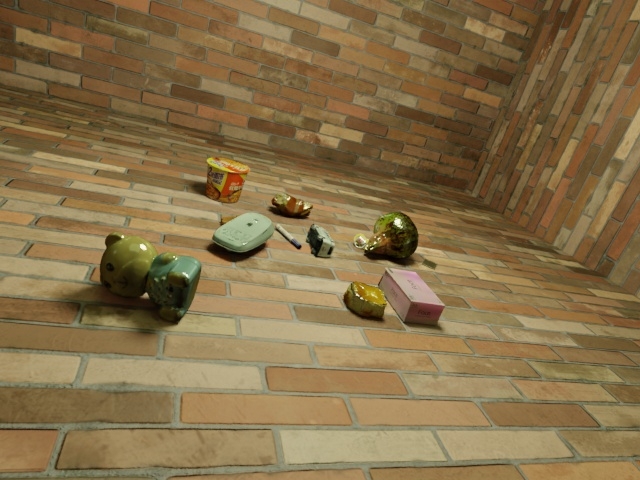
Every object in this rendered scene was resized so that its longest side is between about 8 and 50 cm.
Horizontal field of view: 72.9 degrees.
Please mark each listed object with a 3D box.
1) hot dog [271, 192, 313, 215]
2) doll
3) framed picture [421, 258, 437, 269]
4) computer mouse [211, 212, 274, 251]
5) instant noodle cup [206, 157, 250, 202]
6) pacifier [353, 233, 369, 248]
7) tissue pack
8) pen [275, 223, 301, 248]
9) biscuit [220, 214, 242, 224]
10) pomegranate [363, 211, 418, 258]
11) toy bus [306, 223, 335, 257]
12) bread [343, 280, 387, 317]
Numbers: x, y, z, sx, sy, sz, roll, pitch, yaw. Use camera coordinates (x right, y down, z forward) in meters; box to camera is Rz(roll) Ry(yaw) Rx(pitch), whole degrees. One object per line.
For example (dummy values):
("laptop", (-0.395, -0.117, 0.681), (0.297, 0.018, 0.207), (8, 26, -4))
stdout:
("hot dog", (-0.146, -0.170, 2.173), (0.213, 0.103, 0.146), (19, -2, -20))
("doll", (-0.467, 0.089, 1.179), (0.260, 0.177, 0.161), (18, 26, -3))
("framed picture", (0.528, 0.113, 2.097), (0.066, 0.007, 0.089), (24, 23, 16))
("computer mouse", (-0.293, -0.017, 1.683), (0.159, 0.097, 0.288), (25, 34, 15))
("instant noodle cup", (-0.463, -0.291, 2.117), (0.213, 0.174, 0.213), (14, 23, -6))
("pacifier", (0.194, 0.011, 2.055), (0.083, 0.068, 0.064), (43, -6, 16))
("tissue pack", (0.334, 0.203, 1.614), (0.148, 0.093, 0.246), (10, 22, -21))
("pen", (-0.141, -0.017, 1.895), (0.025, 0.025, 0.204), (0, 28, -38))
("biscuit", (-0.336, -0.074, 1.882), (0.133, 0.027, 0.184), (29, 26, 27))
("pomegranate", (0.326, 0.001, 2.021), (0.222, 0.276, 0.204), (34, -16, 43))
("toy bus", (0.000, 0.000, 1.880), (0.089, 0.087, 0.194), (16, 20, -22))
("bread", (0.157, 0.207, 1.504), (0.140, 0.069, 0.128), (15, 22, -15))
